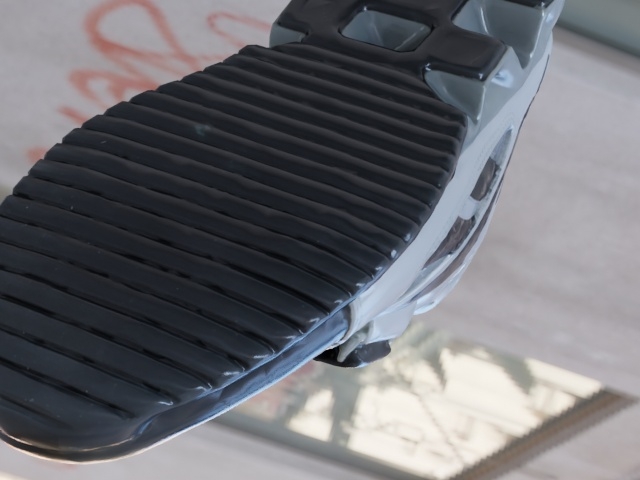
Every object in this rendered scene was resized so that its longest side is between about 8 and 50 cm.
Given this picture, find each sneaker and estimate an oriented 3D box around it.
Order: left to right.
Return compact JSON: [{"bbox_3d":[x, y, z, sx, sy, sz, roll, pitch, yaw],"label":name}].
[{"bbox_3d":[0.000,0.000,0.558,0.330,0.122,0.146,-43,148,-44],"label":"sneaker"}]
